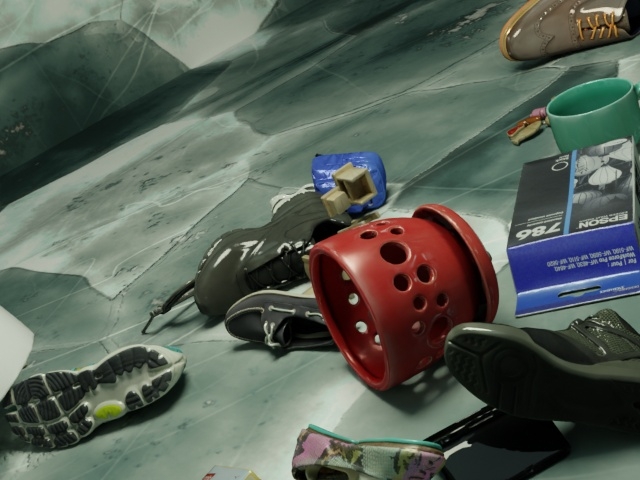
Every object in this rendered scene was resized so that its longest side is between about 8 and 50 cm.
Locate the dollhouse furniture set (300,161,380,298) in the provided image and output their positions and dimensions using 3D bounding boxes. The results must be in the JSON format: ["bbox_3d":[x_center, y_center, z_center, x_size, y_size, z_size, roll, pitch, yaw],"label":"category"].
[{"bbox_3d":[0.000,0.000,1.479,0.182,0.161,0.101,-35,25,-26],"label":"dollhouse furniture set"}]

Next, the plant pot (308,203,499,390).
[{"bbox_3d":[0.102,0.058,1.226,0.174,0.191,0.191,-25,22,-20],"label":"plant pot"}]

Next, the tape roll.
[{"bbox_3d":[-0.551,0.215,1.504,0.286,0.100,0.286,-40,21,19],"label":"tape roll"}]

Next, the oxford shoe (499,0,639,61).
[{"bbox_3d":[0.522,-0.433,1.971,0.363,0.130,0.133,-24,29,1],"label":"oxford shoe"}]

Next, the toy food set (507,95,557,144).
[{"bbox_3d":[0.368,-0.200,1.748,0.122,0.019,0.078,-34,23,-5],"label":"toy food set"}]

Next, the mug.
[{"bbox_3d":[0.425,-0.173,1.526,0.157,0.097,0.129,-5,28,36],"label":"mug"}]

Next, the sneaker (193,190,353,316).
[{"bbox_3d":[-0.068,0.024,1.579,0.286,0.109,0.130,-37,36,-20],"label":"sneaker"}]

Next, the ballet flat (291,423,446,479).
[{"bbox_3d":[0.043,0.236,1.045,0.221,0.076,0.079,-6,62,54],"label":"ballet flat"}]

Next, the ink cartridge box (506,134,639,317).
[{"bbox_3d":[0.337,-0.028,1.343,0.165,0.065,0.333,-14,26,22],"label":"ink cartridge box"}]

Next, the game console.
[{"bbox_3d":[0.175,0.210,1.044,0.122,0.071,0.107,-26,-7,-7],"label":"game console"}]

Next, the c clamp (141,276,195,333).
[{"bbox_3d":[-0.207,0.078,1.632,0.160,0.022,0.137,-31,-11,-38],"label":"c clamp"}]

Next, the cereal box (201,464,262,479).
[{"bbox_3d":[-0.148,0.313,0.951,0.240,0.047,0.173,-46,5,-18],"label":"cereal box"}]

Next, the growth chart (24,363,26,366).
[{"bbox_3d":[-0.613,0.238,1.736,0.237,0.021,0.172,0,33,41],"label":"growth chart"}]

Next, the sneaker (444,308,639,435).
[{"bbox_3d":[0.237,0.118,1.023,0.227,0.087,0.130,10,21,7],"label":"sneaker"}]

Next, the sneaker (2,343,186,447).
[{"bbox_3d":[-0.311,0.214,1.435,0.275,0.107,0.110,-18,1,11],"label":"sneaker"}]

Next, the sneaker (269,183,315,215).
[{"bbox_3d":[-0.039,-0.067,1.834,0.109,0.040,0.044,-21,39,17],"label":"sneaker"}]

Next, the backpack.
[{"bbox_3d":[0.051,-0.089,1.717,0.120,0.098,0.101,-7,34,7],"label":"backpack"}]

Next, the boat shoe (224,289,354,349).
[{"bbox_3d":[-0.052,0.113,1.396,0.206,0.075,0.065,-5,26,28],"label":"boat shoe"}]
